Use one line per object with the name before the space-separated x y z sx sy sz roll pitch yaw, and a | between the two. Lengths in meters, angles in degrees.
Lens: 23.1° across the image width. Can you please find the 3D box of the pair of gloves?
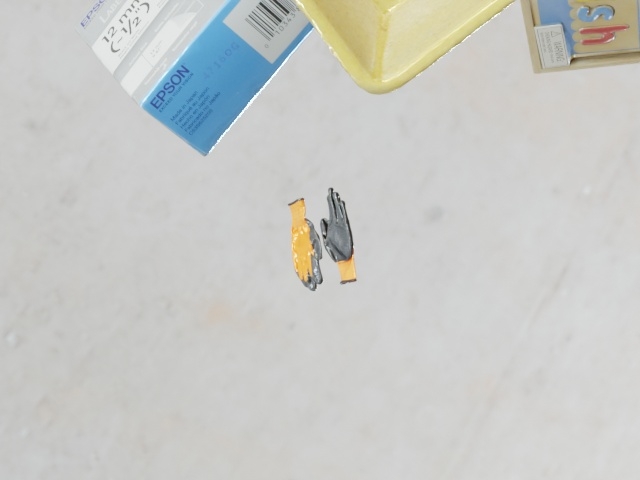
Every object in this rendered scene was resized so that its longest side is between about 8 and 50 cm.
pair of gloves | 0.000 0.000 1.204 0.010 0.083 0.074 -7 86 -34

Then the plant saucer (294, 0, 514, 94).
plant saucer | 0.068 -0.321 1.060 0.332 0.333 0.081 -37 -177 2

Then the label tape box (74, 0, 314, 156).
label tape box | -0.145 -0.280 1.732 0.249 0.348 0.115 -49 130 5

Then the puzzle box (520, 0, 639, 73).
puzzle box | 0.324 -0.302 1.539 0.409 0.272 0.052 63 25 -61
